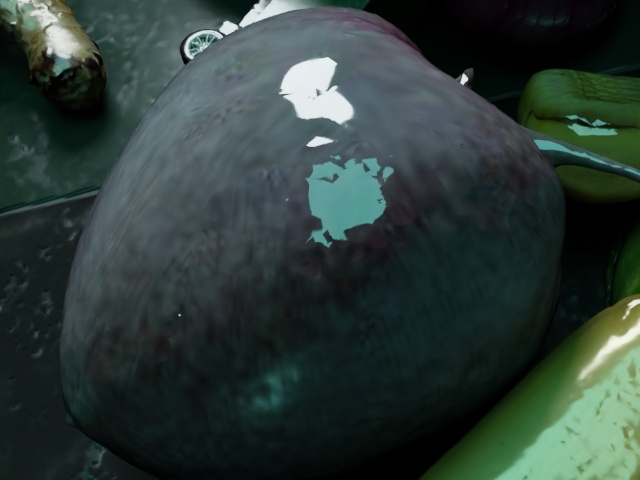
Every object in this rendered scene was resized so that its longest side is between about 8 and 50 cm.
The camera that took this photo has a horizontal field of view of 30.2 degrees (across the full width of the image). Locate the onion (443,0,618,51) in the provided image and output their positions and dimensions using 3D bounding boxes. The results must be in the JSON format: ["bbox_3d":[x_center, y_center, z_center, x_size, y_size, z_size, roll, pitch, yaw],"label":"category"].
[{"bbox_3d":[0.116,-0.161,0.654,0.115,0.104,0.115,2,64,-4],"label":"onion"}]

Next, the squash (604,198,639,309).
[{"bbox_3d":[0.233,-0.019,0.540,0.192,0.085,0.184,9,60,17],"label":"squash"}]

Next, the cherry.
[{"bbox_3d":[0.000,0.000,0.523,0.266,0.183,0.213,-32,33,-5],"label":"cherry"}]

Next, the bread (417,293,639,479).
[{"bbox_3d":[0.112,0.127,0.463,0.217,0.098,0.147,-38,59,-8],"label":"bread"}]

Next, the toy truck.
[{"bbox_3d":[-0.012,-0.115,0.677,0.079,0.065,0.147,28,66,24],"label":"toy truck"}]

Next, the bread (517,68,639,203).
[{"bbox_3d":[0.138,-0.049,0.585,0.082,0.056,0.115,3,18,2],"label":"bread"}]

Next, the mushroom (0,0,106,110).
[{"bbox_3d":[-0.202,-0.168,0.742,0.217,0.148,0.227,34,79,11],"label":"mushroom"}]
